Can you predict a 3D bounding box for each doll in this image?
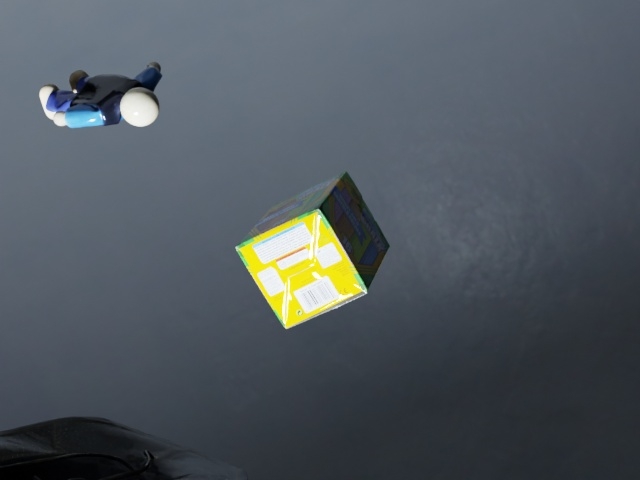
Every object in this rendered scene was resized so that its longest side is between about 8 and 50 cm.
[{"bbox_3d":[-0.215,-0.145,1.055,0.129,0.046,0.189,-33,-153,-25],"label":"doll"}]

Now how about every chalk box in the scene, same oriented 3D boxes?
[{"bbox_3d":[0.000,0.000,1.413,0.132,0.132,0.213,-26,-167,22],"label":"chalk box"}]

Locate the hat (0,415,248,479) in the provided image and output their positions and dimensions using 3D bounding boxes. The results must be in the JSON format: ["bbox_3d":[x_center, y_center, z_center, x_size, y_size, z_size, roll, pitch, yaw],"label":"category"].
[{"bbox_3d":[-0.234,0.265,0.985,0.331,0.134,0.331,4,-176,0],"label":"hat"}]
